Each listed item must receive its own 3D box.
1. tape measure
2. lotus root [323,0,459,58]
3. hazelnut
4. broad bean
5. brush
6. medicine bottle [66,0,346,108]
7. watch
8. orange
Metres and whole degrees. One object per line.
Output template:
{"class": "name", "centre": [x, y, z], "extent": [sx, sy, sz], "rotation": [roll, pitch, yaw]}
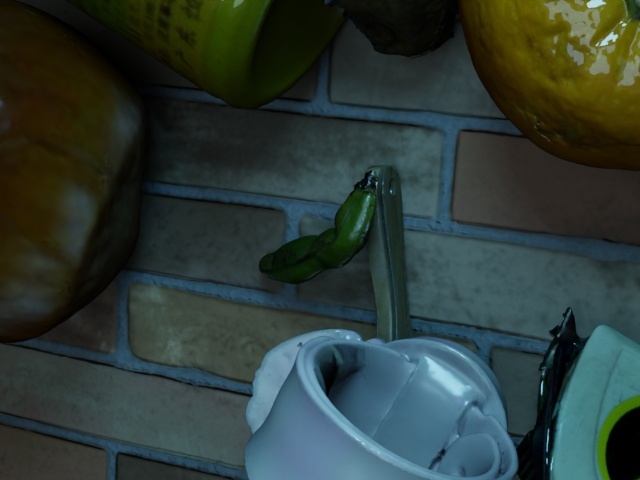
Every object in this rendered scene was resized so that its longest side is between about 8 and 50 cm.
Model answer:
{"class": "tape measure", "centre": [0.252, 0.198, 0.962], "extent": [0.235, 0.207, 0.115], "rotation": [33, 149, 13]}
{"class": "lotus root", "centre": [0.073, -0.248, 0.884], "extent": [0.167, 0.329, 0.078], "rotation": [-40, 57, -9]}
{"class": "hazelnut", "centre": [-0.342, -0.067, 1.089], "extent": [0.372, 0.372, 0.315], "rotation": [-54, 40, 24]}
{"class": "broad bean", "centre": [0.001, 0.006, 1.072], "extent": [0.195, 0.046, 0.061], "rotation": [-41, 41, 47]}
{"class": "brush", "centre": [0.086, 0.091, 1.078], "extent": [0.065, 0.070, 0.327], "rotation": [-2, 99, 32]}
{"class": "medicine bottle", "centre": [-0.159, -0.302, 1.010], "extent": [0.384, 0.224, 0.224], "rotation": [34, 113, 14]}
{"class": "watch", "centre": [0.028, 0.178, 0.959], "extent": [0.244, 0.231, 0.196], "rotation": [30, 111, 12]}
{"class": "orange", "centre": [0.244, -0.189, 0.857], "extent": [0.284, 0.226, 0.283], "rotation": [7, 113, 17]}
